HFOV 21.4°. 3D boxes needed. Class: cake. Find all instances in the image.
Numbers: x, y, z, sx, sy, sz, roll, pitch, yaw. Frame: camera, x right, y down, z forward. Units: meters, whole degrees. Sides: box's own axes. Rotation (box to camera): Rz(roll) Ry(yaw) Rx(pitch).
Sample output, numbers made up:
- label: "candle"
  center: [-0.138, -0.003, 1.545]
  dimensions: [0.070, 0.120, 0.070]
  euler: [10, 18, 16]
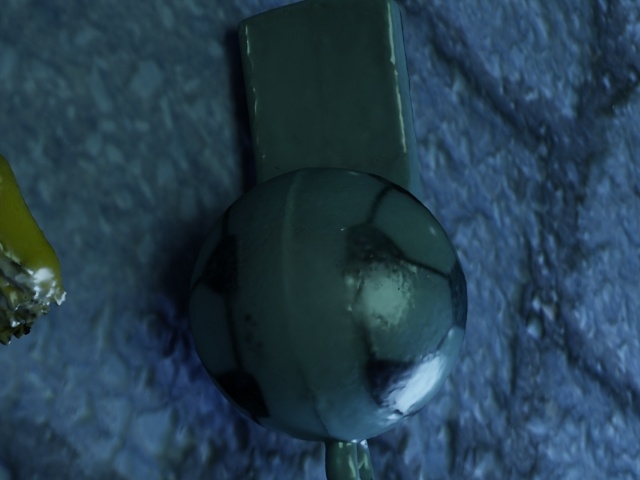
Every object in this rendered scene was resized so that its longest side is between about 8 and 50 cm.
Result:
- label: "cake"
  center: [-0.198, -0.021, 0.760]
  dimensions: [0.116, 0.079, 0.185]
  euler: [-34, 111, -49]

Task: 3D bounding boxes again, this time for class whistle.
- label: "whistle"
  center: [0.000, 0.000, 0.919]
  dimensions: [0.163, 0.163, 0.290]
  euler: [-1, 81, -48]
